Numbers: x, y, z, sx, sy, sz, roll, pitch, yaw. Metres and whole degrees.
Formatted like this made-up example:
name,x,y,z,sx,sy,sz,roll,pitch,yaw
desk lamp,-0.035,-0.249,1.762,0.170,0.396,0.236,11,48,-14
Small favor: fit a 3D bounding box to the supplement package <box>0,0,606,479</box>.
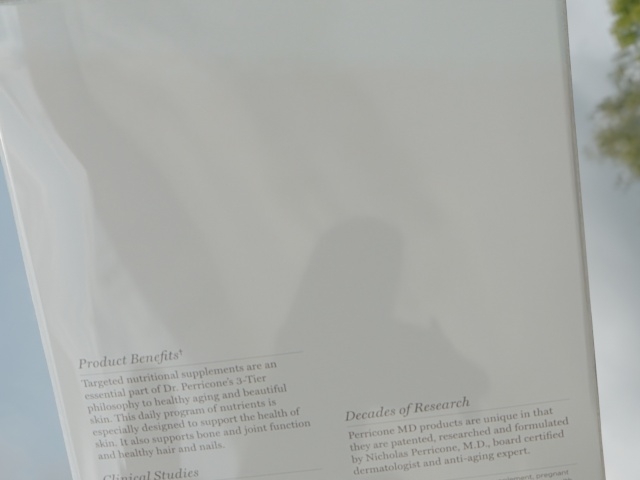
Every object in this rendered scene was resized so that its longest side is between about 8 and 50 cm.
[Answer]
name,x,y,z,sx,sy,sz,roll,pitch,yaw
supplement package,0.000,0.000,0.571,0.198,0.199,0.263,-86,-12,-70
